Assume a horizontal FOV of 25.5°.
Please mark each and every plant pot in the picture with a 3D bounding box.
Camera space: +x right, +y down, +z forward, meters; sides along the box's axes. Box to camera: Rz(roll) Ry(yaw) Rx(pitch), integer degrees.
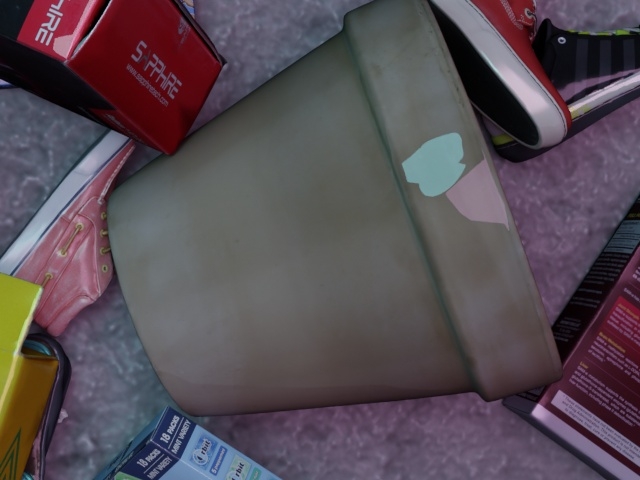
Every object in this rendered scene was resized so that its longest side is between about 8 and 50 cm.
[{"bbox_3d":[0.000,0.000,1.090,0.280,0.323,0.323,-19,95,5],"label":"plant pot"}]

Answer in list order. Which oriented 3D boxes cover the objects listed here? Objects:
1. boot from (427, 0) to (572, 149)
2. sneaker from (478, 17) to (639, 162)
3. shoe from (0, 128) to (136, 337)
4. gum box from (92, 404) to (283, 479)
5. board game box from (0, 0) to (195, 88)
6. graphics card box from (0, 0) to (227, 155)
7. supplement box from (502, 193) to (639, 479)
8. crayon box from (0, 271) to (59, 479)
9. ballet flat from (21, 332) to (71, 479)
[{"bbox_3d":[0.174,-0.205,1.184,0.176,0.088,0.244,-30,70,-14],"label":"boot"},{"bbox_3d":[0.233,-0.158,1.230,0.234,0.084,0.097,-31,96,-11],"label":"sneaker"},{"bbox_3d":[-0.190,-0.008,1.147,0.081,0.063,0.178,39,87,-12],"label":"shoe"},{"bbox_3d":[-0.086,0.226,1.128,0.184,0.157,0.041,34,45,-11],"label":"gum box"},{"bbox_3d":[-0.204,-0.196,1.154,0.201,0.035,0.136,-5,92,-13],"label":"board game box"},{"bbox_3d":[-0.267,-0.191,0.975,0.371,0.233,0.094,26,85,13],"label":"graphics card box"},{"bbox_3d":[0.284,0.084,1.248,0.130,0.073,0.239,36,84,-11],"label":"supplement box"},{"bbox_3d":[-0.330,0.160,1.068,0.202,0.081,0.318,18,86,13],"label":"crayon box"},{"bbox_3d":[-0.245,0.173,1.129,0.074,0.074,0.203,18,85,-12],"label":"ballet flat"}]
